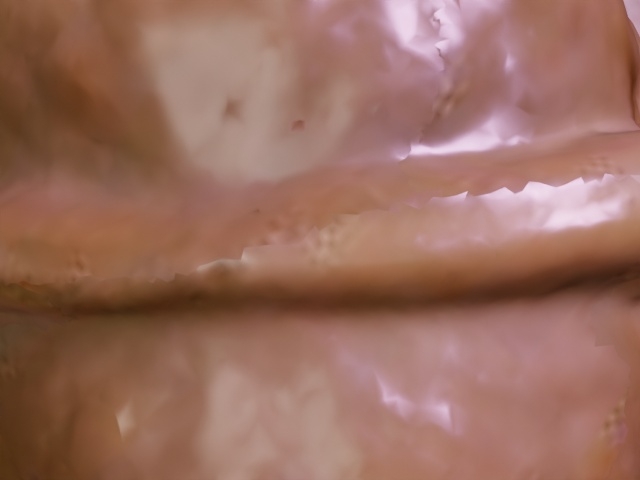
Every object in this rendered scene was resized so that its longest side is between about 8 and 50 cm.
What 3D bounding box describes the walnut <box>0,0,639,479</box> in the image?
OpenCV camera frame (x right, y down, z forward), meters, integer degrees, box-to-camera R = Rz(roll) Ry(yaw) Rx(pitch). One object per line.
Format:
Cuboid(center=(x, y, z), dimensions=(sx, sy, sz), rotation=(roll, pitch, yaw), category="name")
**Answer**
Cuboid(center=(0.000, 0.000, 0.470), dimensions=(0.285, 0.285, 0.297), rotation=(-3, 93, 17), category="walnut")
